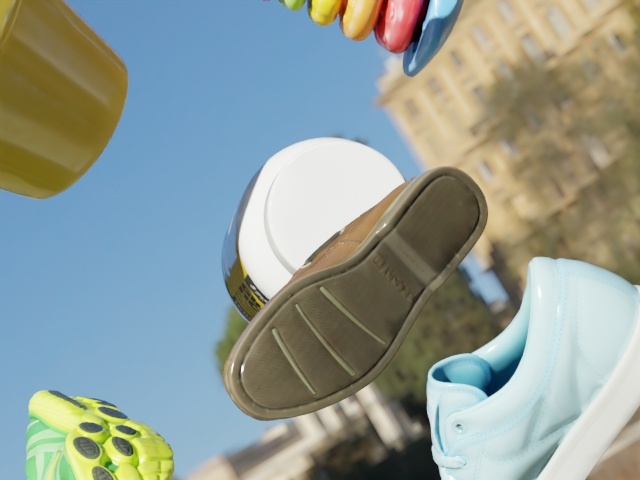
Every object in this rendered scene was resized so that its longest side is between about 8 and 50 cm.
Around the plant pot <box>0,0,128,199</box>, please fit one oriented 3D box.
[{"bbox_3d":[-0.317,-0.161,1.832,0.254,0.254,0.239,-36,-49,28],"label":"plant pot"}]

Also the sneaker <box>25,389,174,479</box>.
[{"bbox_3d":[-0.216,0.228,1.916,0.109,0.123,0.295,9,5,-20],"label":"sneaker"}]

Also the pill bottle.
[{"bbox_3d":[0.000,0.000,2.059,0.188,0.188,0.334,-29,-5,-10],"label":"pill bottle"}]

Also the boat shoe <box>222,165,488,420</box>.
[{"bbox_3d":[0.024,0.057,1.769,0.307,0.110,0.104,-39,8,-27],"label":"boat shoe"}]

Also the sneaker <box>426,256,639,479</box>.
[{"bbox_3d":[0.134,0.164,1.623,0.366,0.150,0.135,-60,8,17],"label":"sneaker"}]

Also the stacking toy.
[{"bbox_3d":[-0.014,-0.276,1.909,0.302,0.175,0.166,11,-10,-5],"label":"stacking toy"}]
